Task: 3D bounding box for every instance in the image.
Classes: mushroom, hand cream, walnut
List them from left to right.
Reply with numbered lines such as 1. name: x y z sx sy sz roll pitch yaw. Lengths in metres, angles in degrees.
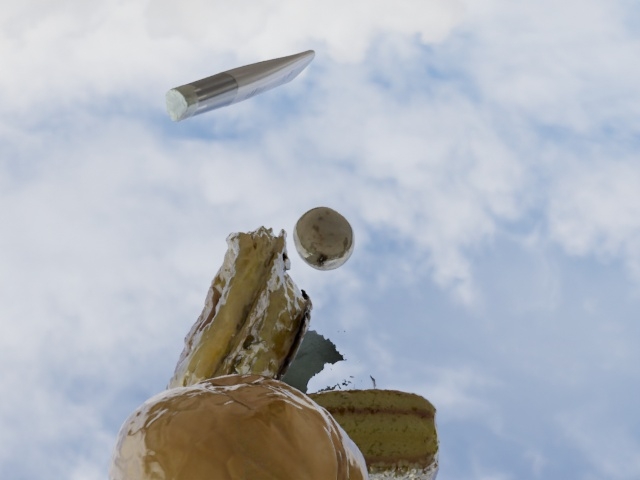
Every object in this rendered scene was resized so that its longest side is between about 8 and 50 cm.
1. walnut: -0.059 0.172 0.768 0.206 0.159 0.159 3 -155 43
2. hand cream: -0.111 -0.225 1.566 0.255 0.079 0.048 -24 -96 -40
3. mushroom: 0.000 0.000 1.431 0.085 0.079 0.085 5 -104 -21

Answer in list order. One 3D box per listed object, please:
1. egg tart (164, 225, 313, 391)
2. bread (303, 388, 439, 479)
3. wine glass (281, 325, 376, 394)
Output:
1. egg tart: -0.080 0.094 1.054 0.106 0.241 0.241 26 -144 -7
2. bread: 0.023 0.252 1.179 0.184 0.234 0.111 2 -128 -9
3. wine glass: -0.104 0.257 1.406 0.190 0.357 0.190 38 -148 -29
